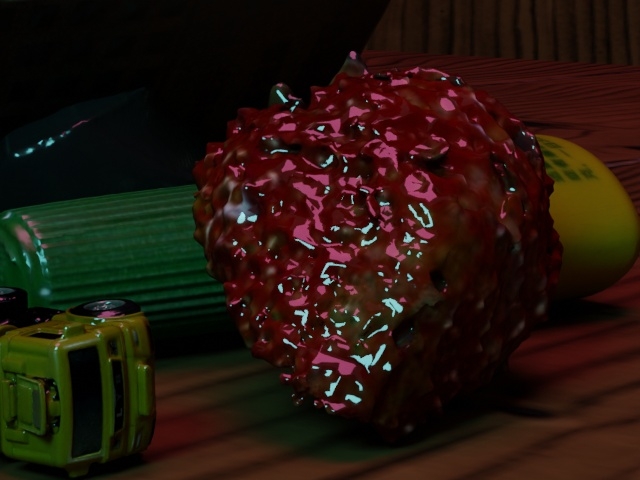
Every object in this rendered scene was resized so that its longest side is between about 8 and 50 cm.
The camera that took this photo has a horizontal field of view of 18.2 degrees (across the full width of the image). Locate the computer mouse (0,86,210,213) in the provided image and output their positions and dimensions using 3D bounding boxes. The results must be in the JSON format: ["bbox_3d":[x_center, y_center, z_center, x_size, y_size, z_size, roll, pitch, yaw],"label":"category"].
[{"bbox_3d":[-0.082,-0.010,0.866,0.099,0.057,0.172,-39,-23,14],"label":"computer mouse"}]

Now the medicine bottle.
[{"bbox_3d":[0.000,0.000,0.826,0.309,0.076,0.111,-5,14,-38],"label":"medicine bottle"}]

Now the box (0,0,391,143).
[{"bbox_3d":[-0.127,-0.058,0.857,0.324,0.180,0.047,-11,57,-38],"label":"box"}]

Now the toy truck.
[{"bbox_3d":[-0.091,0.044,0.626,0.083,0.049,0.054,6,11,36],"label":"toy truck"}]

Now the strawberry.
[{"bbox_3d":[0.026,-0.012,0.710,0.140,0.085,0.192,39,28,21],"label":"strawberry"}]
